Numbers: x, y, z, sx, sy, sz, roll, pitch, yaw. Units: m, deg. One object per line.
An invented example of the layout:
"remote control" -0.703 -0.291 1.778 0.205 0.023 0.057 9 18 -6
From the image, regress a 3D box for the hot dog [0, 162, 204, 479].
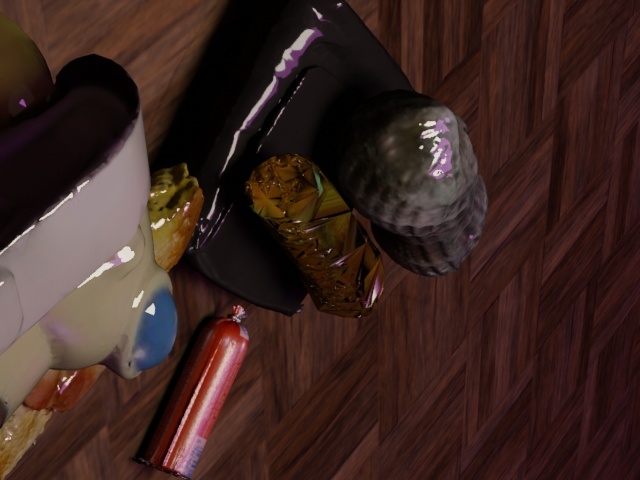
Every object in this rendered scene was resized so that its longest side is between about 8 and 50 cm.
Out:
"hot dog" -0.174 0.048 1.008 0.261 0.093 0.123 -50 162 -4

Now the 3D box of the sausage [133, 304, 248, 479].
"sausage" -0.095 0.116 1.280 0.048 0.050 0.145 129 -15 -81

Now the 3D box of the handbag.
"handbag" -0.030 -0.067 1.233 0.223 0.080 0.247 -60 157 -3

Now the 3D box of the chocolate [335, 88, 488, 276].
"chocolate" 0.073 -0.042 1.246 0.110 0.110 0.248 -63 159 -13

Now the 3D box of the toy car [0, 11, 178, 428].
"toy car" -0.240 0.028 0.564 0.242 0.336 0.226 -45 148 -41

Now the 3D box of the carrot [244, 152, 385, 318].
"carrot" 0.001 -0.001 1.192 0.069 0.069 0.229 -63 158 -13
